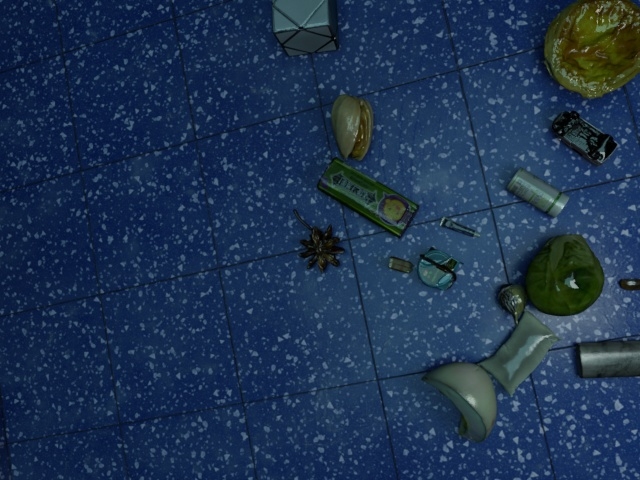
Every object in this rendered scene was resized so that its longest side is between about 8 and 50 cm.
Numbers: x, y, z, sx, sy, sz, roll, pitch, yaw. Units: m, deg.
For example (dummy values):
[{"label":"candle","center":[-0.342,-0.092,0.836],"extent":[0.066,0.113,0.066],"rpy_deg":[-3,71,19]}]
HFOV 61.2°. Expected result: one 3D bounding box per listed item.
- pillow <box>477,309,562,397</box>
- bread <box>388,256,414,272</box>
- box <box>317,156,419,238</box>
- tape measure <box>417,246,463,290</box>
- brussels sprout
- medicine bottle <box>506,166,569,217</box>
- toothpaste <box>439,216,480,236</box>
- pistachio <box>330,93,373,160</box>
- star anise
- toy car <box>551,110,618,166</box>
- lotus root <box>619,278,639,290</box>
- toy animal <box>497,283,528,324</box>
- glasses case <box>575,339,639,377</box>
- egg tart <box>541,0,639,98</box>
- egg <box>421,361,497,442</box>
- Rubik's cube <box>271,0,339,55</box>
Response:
[{"label":"pillow","center":[0.642,0.363,1.755],"extent":[0.144,0.078,0.254],"rpy_deg":[40,94,21]},{"label":"bread","center":[0.264,0.081,1.864],"extent":[0.108,0.062,0.043],"rpy_deg":[16,92,-30]},{"label":"box","center":[0.162,-0.150,1.877],"extent":[0.345,0.097,0.134],"rpy_deg":[31,84,12]},{"label":"tape measure","center":[0.391,0.098,1.820],"extent":[0.146,0.081,0.125],"rpy_deg":[30,89,12]},{"label":"brussels sprout","center":[0.763,0.105,1.687],"extent":[0.219,0.210,0.272],"rpy_deg":[1,69,32]},{"label":"medicine bottle","center":[0.709,-0.158,1.772],"extent":[0.183,0.086,0.086],"rpy_deg":[35,93,11]},{"label":"toothpaste","center":[0.478,-0.041,1.843],"extent":[0.139,0.021,0.037],"rpy_deg":[23,92,14]},{"label":"pistachio","center":[0.107,-0.394,1.883],"extent":[0.157,0.157,0.230],"rpy_deg":[-2,91,11]},{"label":"star anise","center":[-0.001,-0.002,1.904],"extent":[0.177,0.073,0.234],"rpy_deg":[-4,102,19]},{"label":"toy car","center":[0.845,-0.329,1.750],"extent":[0.209,0.108,0.089],"rpy_deg":[41,97,15]},{"label":"lotus root","center":[0.999,0.141,1.721],"extent":[0.083,0.030,0.038],"rpy_deg":[-2,87,12]},{"label":"toy animal","center":[0.619,0.203,1.758],"extent":[0.098,0.098,0.137],"rpy_deg":[19,71,12]},{"label":"glasses case","center":[0.968,0.370,1.696],"extent":[0.298,0.060,0.114],"rpy_deg":[-4,88,11]},{"label":"egg tart","center":[0.885,-0.623,1.746],"extent":[0.340,0.132,0.342],"rpy_deg":[-1,84,11]},{"label":"egg","center":[0.479,0.488,1.728],"extent":[0.161,0.206,0.271],"rpy_deg":[-39,88,-26]},{"label":"Rubik's cube","center":[-0.052,-0.797,1.908],"extent":[0.207,0.205,0.206],"rpy_deg":[-3,85,12]}]
